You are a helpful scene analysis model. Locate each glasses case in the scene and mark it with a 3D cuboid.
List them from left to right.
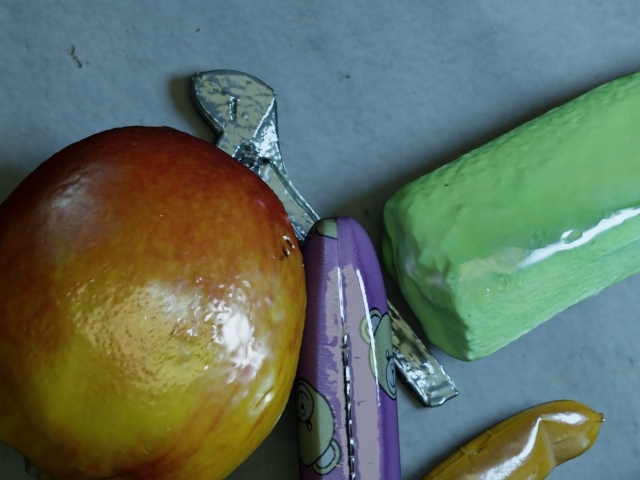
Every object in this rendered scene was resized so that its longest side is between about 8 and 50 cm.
[{"bbox_3d":[0.020,0.140,1.406,0.076,0.123,0.316,-3,90,-2],"label":"glasses case"}]

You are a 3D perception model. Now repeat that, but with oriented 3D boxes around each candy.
[{"bbox_3d":[0.212,-0.033,1.480,0.344,0.132,0.142,-25,47,-14],"label":"candy"}]

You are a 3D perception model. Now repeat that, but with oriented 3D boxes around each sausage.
[{"bbox_3d":[0.139,0.175,1.474,0.183,0.054,0.062,-34,123,-14],"label":"sausage"}]

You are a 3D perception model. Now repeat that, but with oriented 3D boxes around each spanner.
[{"bbox_3d":[0.000,0.000,1.481,0.093,0.026,0.325,-40,94,-13],"label":"spanner"}]

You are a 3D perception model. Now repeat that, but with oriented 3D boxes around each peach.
[{"bbox_3d":[-0.127,0.055,1.338,0.281,0.238,0.281,-14,52,19],"label":"peach"}]
